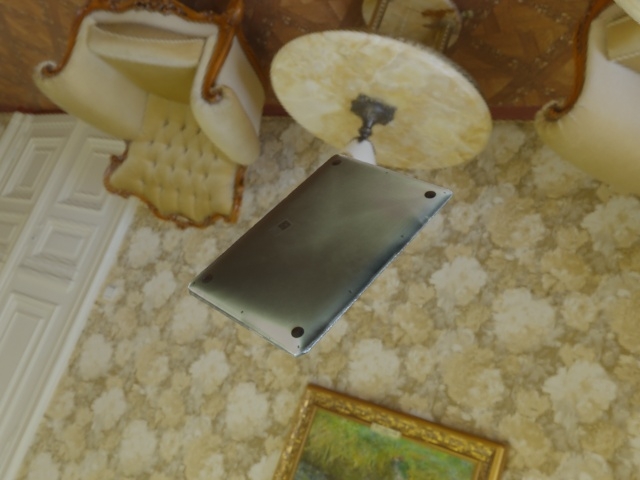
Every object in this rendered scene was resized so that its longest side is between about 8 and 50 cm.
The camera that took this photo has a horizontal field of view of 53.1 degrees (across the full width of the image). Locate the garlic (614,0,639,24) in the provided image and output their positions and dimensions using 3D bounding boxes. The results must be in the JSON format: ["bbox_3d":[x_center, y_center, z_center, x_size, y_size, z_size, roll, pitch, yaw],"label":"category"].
[{"bbox_3d":[0.329,-0.269,0.565,0.245,0.145,0.164,35,140,1],"label":"garlic"}]

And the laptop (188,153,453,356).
[{"bbox_3d":[0.000,0.000,0.719,0.187,0.269,0.015,24,147,39],"label":"laptop"}]
